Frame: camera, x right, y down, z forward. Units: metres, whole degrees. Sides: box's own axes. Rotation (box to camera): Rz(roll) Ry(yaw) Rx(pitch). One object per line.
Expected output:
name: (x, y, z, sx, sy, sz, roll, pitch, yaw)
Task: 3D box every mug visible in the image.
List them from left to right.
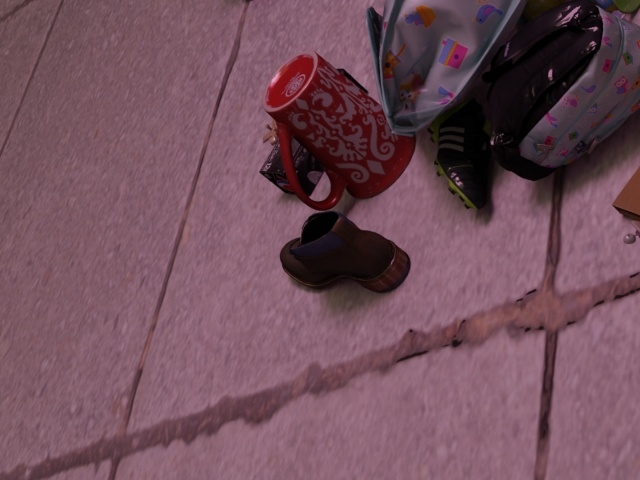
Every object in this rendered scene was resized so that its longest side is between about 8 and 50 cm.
mug: (0.014, -0.129, 1.716, 0.113, 0.169, 0.150, -14, 46, 44)

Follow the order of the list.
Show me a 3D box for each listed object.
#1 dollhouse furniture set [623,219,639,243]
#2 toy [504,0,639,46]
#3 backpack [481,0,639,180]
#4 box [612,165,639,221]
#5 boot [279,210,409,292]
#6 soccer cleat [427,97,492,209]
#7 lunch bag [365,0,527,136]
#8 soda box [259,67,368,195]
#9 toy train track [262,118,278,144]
dollhouse furniture set: (0.323, 0.008, 1.236, 0.091, 0.081, 0.114, -65, 34, 26)
toy: (0.275, -0.293, 1.661, 0.137, 0.056, 0.237, -56, 32, -11)
backpack: (0.259, -0.162, 1.481, 0.182, 0.115, 0.152, -46, 36, 39)
box: (0.386, -0.089, 1.343, 0.201, 0.021, 0.164, -54, 31, -4)
boot: (0.000, 0.000, 1.660, 0.219, 0.106, 0.082, 2, 59, 52)
soccer cleat: (0.166, -0.102, 1.602, 0.072, 0.060, 0.179, -37, 31, 19)
lunch bag: (0.133, -0.247, 1.611, 0.223, 0.160, 0.262, -76, 11, -80)
soda box: (-0.008, -0.143, 1.869, 0.060, 0.053, 0.169, 7, 64, 54)
toy train track: (-0.067, -0.167, 2.007, 0.048, 0.014, 0.083, -31, 36, 29)
